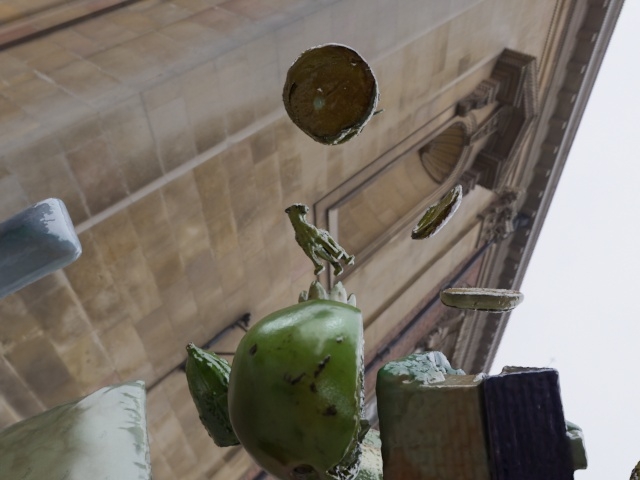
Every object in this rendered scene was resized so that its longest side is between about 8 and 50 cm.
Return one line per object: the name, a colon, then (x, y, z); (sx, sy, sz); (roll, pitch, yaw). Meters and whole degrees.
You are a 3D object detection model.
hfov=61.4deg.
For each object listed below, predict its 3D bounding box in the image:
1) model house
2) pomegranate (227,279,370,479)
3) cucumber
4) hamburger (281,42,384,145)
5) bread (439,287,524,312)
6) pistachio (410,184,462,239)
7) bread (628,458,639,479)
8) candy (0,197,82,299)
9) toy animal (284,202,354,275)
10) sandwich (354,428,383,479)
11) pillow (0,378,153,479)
model house: (0.280, 0.303, 0.882); (0.280, 0.312, 0.244); (-10, -102, 28)
pomegranate: (-0.033, 0.215, 0.872); (0.216, 0.358, 0.309); (-5, -49, 4)
cucumber: (-0.228, 0.326, 1.186); (0.134, 0.134, 0.244); (-2, -59, 54)
hamburger: (0.022, -0.253, 0.961); (0.186, 0.176, 0.113); (14, -1, -3)
bread: (0.380, 0.141, 1.261); (0.073, 0.215, 0.053); (-154, -112, -76)
pistachio: (0.289, -0.060, 1.304); (0.049, 0.173, 0.089); (41, 12, -15)
bread: (0.493, 0.330, 0.737); (0.064, 0.156, 0.117); (56, -24, -1)
candy: (-0.432, 0.017, 0.755); (0.138, 0.174, 0.071); (49, -16, 39)
toy animal: (0.000, 0.000, 1.085); (0.136, 0.073, 0.181); (51, 11, 17)
sandwich: (0.038, 0.491, 1.110); (0.228, 0.155, 0.198); (21, -58, -15)
pillow: (-0.259, 0.200, 0.353); (0.185, 0.303, 0.074); (-131, -152, -56)
